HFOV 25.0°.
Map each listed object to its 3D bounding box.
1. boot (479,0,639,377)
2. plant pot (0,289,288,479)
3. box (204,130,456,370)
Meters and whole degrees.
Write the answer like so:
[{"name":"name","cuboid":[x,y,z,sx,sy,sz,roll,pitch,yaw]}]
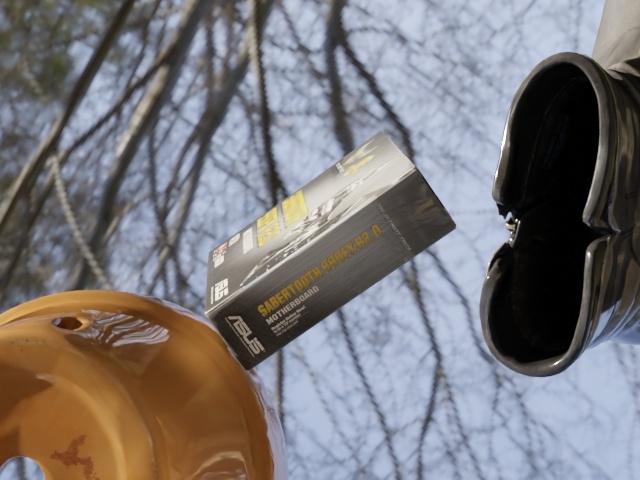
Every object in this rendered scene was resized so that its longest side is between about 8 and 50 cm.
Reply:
[{"name":"boot","cuboid":[0.188,-0.092,0.840,0.222,0.118,0.338,1,-89,-57]},{"name":"plant pot","cuboid":[-0.183,0.169,1.024,0.291,0.291,0.203,45,180,12]},{"name":"box","cuboid":[0.000,0.000,1.109,0.056,0.183,0.231,54,-176,-11]}]
